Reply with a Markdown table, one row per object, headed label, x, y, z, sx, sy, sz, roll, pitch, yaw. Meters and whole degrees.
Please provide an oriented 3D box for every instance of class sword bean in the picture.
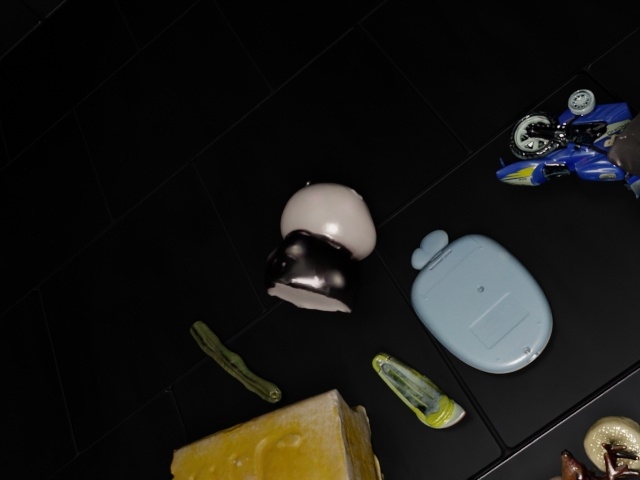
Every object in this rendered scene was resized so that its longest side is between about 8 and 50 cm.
| label | x | y | z | sx | sy | sz | roll | pitch | yaw |
| --- | --- | --- | --- | --- | --- | --- | --- | --- | --- |
| sword bean | -0.164 | 0.234 | 1.478 | 0.269 | 0.038 | 0.043 | 31 | 108 | 40 |

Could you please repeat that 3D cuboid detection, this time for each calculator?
| label | x | y | z | sx | sy | sz | roll | pitch | yaw |
| --- | --- | --- | --- | --- | --- | --- | --- | --- | --- |
| calculator | 0.254 | 0.091 | 1.289 | 0.188 | 0.042 | 0.303 | -44 | 53 | 4 |

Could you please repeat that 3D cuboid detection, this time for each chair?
| label | x | y | z | sx | sy | sz | roll | pitch | yaw |
| --- | --- | --- | --- | --- | --- | --- | --- | --- | --- |
| chair | 0.555 | -0.092 | 1.135 | 0.140 | 0.145 | 0.221 | -48 | 50 | -2 |

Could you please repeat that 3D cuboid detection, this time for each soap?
| label | x | y | z | sx | sy | sz | roll | pitch | yaw |
| --- | --- | --- | --- | --- | --- | --- | --- | --- | --- |
| soap | -0.066 | 0.432 | 1.229 | 0.334 | 0.156 | 0.294 | -23 | 49 | 18 |

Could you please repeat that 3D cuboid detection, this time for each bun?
| label | x | y | z | sx | sy | sz | roll | pitch | yaw |
| --- | --- | --- | --- | --- | --- | --- | --- | --- | --- |
| bun | 0.413 | 0.283 | 1.070 | 0.086 | 0.054 | 0.086 | 2 | 94 | 33 |

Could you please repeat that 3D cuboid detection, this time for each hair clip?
| label | x | y | z | sx | sy | sz | roll | pitch | yaw |
| --- | --- | --- | --- | --- | --- | --- | --- | --- | --- |
| hair clip | 0.155 | 0.247 | 1.269 | 0.188 | 0.033 | 0.060 | 37 | 89 | 38 |

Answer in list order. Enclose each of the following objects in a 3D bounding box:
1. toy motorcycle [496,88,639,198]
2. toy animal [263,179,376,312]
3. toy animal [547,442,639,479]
| label | x | y | z | sx | sy | sz | roll | pitch | yaw |
| --- | --- | --- | --- | --- | --- | --- | --- | --- | --- |
| toy motorcycle | 0.446 | -0.146 | 1.260 | 0.315 | 0.113 | 0.169 | -1 | 67 | 33 |
| toy animal | 0.003 | 0.007 | 1.418 | 0.187 | 0.165 | 0.235 | 3 | 64 | 32 |
| toy animal | 0.310 | 0.391 | 1.053 | 0.259 | 0.087 | 0.244 | -6 | 86 | 32 |
